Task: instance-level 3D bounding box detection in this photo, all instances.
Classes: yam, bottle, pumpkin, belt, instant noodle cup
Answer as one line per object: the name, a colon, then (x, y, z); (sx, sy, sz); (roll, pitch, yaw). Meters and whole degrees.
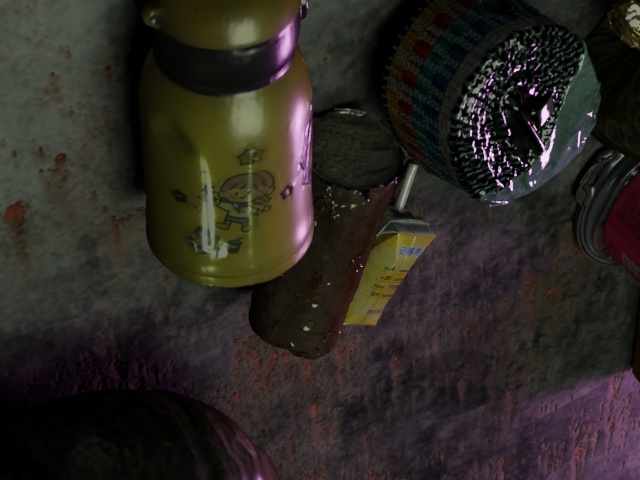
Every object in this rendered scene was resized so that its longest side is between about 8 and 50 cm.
yam: (-0.001, -0.001, 1.865); (0.131, 0.131, 0.280); (-9, 136, -31)
bottle: (-0.087, -0.128, 1.618); (0.171, 0.171, 0.351); (-20, 141, -20)
pumpkin: (0.431, -0.206, 1.902); (0.242, 0.232, 0.325); (1, 126, -35)
pumpkin: (-0.232, 0.380, 1.905); (0.454, 0.344, 0.454); (-15, 129, -20)
belt: (0.184, -0.156, 1.824); (0.207, 0.150, 0.257); (-46, 144, -3)
instant noodle cup: (0.477, -0.014, 2.175); (0.302, 0.181, 0.258); (-3, 133, -35)

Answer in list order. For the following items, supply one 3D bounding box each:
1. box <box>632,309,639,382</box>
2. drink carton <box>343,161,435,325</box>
box: (0.657, 0.070, 2.461); (0.415, 0.116, 0.264); (-25, 140, -15)
drink carton: (0.076, 0.007, 1.974); (0.084, 0.074, 0.200); (4, 129, -41)
